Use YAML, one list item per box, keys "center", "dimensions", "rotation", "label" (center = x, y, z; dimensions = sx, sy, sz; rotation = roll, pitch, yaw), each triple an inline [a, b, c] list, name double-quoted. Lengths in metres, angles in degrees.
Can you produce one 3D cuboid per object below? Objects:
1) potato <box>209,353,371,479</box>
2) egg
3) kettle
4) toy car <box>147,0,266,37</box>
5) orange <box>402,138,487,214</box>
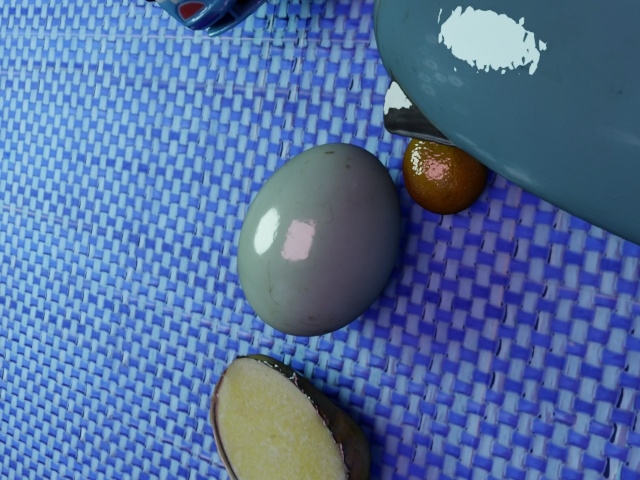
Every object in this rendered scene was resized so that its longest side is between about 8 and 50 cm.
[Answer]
- center: [-0.025, 0.200, 0.710]
  dimensions: [0.200, 0.081, 0.164]
  rotation: [36, 115, 31]
  label: "potato"
- center: [0.000, 0.000, 0.656]
  dimensions: [0.149, 0.149, 0.192]
  rotation: [33, 100, 28]
  label: "egg"
- center: [0.207, -0.181, 0.501]
  dimensions: [0.342, 0.247, 0.319]
  rotation: [30, 87, 38]
  label: "kettle"
- center: [-0.100, -0.354, 0.728]
  dimensions: [0.198, 0.166, 0.314]
  rotation: [-35, 42, 24]
  label: "toy car"
- center: [0.113, -0.065, 0.630]
  dimensions: [0.085, 0.085, 0.085]
  rotation: [-1, 88, 32]
  label: "orange"
